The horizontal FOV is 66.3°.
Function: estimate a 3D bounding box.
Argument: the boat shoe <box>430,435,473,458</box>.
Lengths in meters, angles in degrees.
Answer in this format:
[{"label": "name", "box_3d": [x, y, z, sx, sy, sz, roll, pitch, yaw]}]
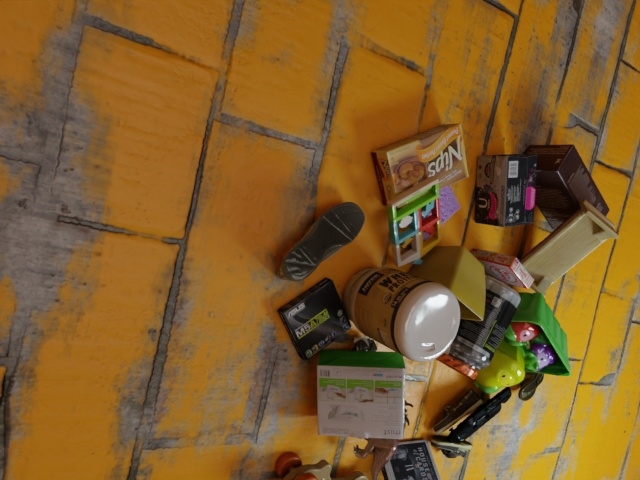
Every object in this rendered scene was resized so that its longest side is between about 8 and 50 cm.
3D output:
[{"label": "boat shoe", "box_3d": [0.501, 0.798, 1.879, 0.223, 0.080, 0.074, 21, 83, -36]}]

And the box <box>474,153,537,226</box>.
[{"label": "box", "box_3d": [0.660, -0.183, 1.759, 0.163, 0.142, 0.248, -7, 101, -28]}]

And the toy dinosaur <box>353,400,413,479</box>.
[{"label": "toy dinosaur", "box_3d": [0.210, 0.628, 1.594, 0.200, 0.296, 0.127, -4, 134, 8]}]

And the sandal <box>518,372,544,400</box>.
[{"label": "sandal", "box_3d": [0.890, 0.604, 2.094, 0.219, 0.060, 0.090, -33, 121, -38]}]

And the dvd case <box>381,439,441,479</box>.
[{"label": "dvd case", "box_3d": [0.316, 0.805, 1.731, 0.238, 0.179, 0.030, 9, 138, -31]}]

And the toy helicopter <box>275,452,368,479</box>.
[{"label": "toy helicopter", "box_3d": [0.006, 0.809, 1.555, 0.354, 0.140, 0.235, 11, 95, -34]}]

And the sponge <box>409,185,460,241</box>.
[{"label": "sponge", "box_3d": [0.384, -0.099, 1.673, 0.210, 0.031, 0.117, -40, 117, -18]}]

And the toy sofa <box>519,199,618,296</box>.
[{"label": "toy sofa", "box_3d": [0.905, 0.025, 1.844, 0.150, 0.177, 0.363, 39, 119, -1]}]

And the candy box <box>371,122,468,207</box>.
[{"label": "candy box", "box_3d": [0.327, -0.245, 1.578, 0.316, 0.087, 0.183, -24, 112, -25]}]

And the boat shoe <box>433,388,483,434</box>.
[{"label": "boat shoe", "box_3d": [0.512, 0.653, 1.868, 0.227, 0.069, 0.081, -28, 154, -17]}]

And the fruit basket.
[{"label": "fruit basket", "box_3d": [0.755, 0.426, 1.875, 0.391, 0.282, 0.393, 5, 82, -42]}]

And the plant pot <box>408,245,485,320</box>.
[{"label": "plant pot", "box_3d": [0.433, 0.133, 1.656, 0.212, 0.212, 0.187, 38, 66, -30]}]

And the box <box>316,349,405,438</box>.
[{"label": "box", "box_3d": [0.123, 0.467, 1.491, 0.261, 0.127, 0.231, 0, 101, 6]}]

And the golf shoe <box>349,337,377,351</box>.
[{"label": "golf shoe", "box_3d": [0.109, 0.405, 1.588, 0.093, 0.077, 0.198, 20, 90, -10]}]

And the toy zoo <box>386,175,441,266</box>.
[{"label": "toy zoo", "box_3d": [0.306, -0.040, 1.572, 0.192, 0.030, 0.293, -30, 130, -20]}]

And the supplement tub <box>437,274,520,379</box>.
[{"label": "supplement tub", "box_3d": [0.546, 0.303, 1.740, 0.207, 0.207, 0.338, 35, 80, -31]}]

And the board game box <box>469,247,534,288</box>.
[{"label": "board game box", "box_3d": [0.650, 0.099, 1.773, 0.146, 0.193, 0.045, 42, 77, -29]}]

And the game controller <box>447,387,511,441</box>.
[{"label": "game controller", "box_3d": [0.613, 0.660, 1.875, 0.319, 0.067, 0.167, -16, 135, -39]}]

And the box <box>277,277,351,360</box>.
[{"label": "box", "box_3d": [-0.014, 0.239, 1.489, 0.190, 0.045, 0.184, -31, 116, -23]}]

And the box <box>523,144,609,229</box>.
[{"label": "box", "box_3d": [0.933, -0.194, 1.893, 0.381, 0.191, 0.143, 42, 77, -31]}]

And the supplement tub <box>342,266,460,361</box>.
[{"label": "supplement tub", "box_3d": [0.230, 0.206, 1.468, 0.228, 0.316, 0.229, -6, 102, -30]}]

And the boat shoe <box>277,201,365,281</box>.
[{"label": "boat shoe", "box_3d": [0.001, 0.003, 1.435, 0.118, 0.103, 0.320, 49, 67, -8]}]
